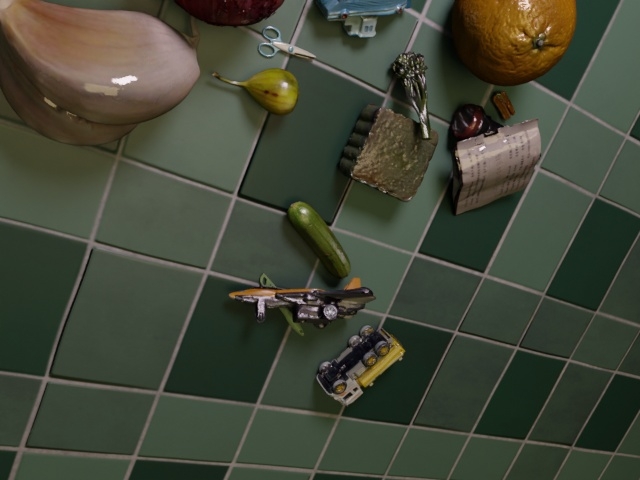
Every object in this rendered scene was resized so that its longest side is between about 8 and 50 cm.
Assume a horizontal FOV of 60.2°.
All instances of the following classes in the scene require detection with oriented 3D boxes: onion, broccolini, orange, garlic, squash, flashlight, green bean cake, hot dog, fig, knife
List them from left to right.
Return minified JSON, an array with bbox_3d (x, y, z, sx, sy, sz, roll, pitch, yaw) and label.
[{"bbox_3d":[-0.367,-0.283,0.956,0.339,0.231,0.246,-16,72,-34],"label":"garlic"},{"bbox_3d":[-0.168,-0.468,0.938,0.252,0.219,0.252,7,68,-18],"label":"onion"},{"bbox_3d":[-0.116,-0.314,1.085,0.166,0.093,0.093,31,97,-10],"label":"fig"},{"bbox_3d":[-0.088,0.156,1.316,0.030,0.014,0.207,-36,119,-6],"label":"knife"},{"bbox_3d":[0.000,0.000,1.263,0.066,0.066,0.229,-39,121,-4],"label":"squash"},{"bbox_3d":[0.149,-0.194,1.228,0.181,0.094,0.173,17,103,-28],"label":"green bean cake"},{"bbox_3d":[0.214,-0.312,1.171,0.068,0.203,0.091,-31,162,36],"label":"broccolini"},{"bbox_3d":[0.420,-0.246,1.326,0.231,0.093,0.093,19,102,-28],"label":"flashlight"},{"bbox_3d":[0.442,-0.329,1.339,0.037,0.021,0.083,-36,121,6],"label":"hot dog"},{"bbox_3d":[0.394,-0.448,1.137,0.264,0.264,0.264,-8,113,-20],"label":"orange"}]

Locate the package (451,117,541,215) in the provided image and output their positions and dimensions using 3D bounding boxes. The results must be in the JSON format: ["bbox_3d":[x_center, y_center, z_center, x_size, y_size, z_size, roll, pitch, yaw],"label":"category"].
[{"bbox_3d":[0.412,-0.162,1.311,0.203,0.062,0.251,-17,141,0],"label":"package"}]

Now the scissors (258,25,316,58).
[{"bbox_3d":[-0.064,-0.386,1.108,0.119,0.014,0.058,11,107,-22],"label":"scissors"}]

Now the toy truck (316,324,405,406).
[{"bbox_3d":[0.109,0.320,1.417,0.227,0.098,0.114,-40,126,-5],"label":"toy truck"}]

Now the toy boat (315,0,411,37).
[{"bbox_3d":[0.087,-0.468,1.112,0.215,0.088,0.102,-15,150,-17],"label":"toy boat"}]

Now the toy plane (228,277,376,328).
[{"bbox_3d":[-0.048,0.148,1.262,0.315,0.204,0.103,-2,67,-19],"label":"toy plane"}]
